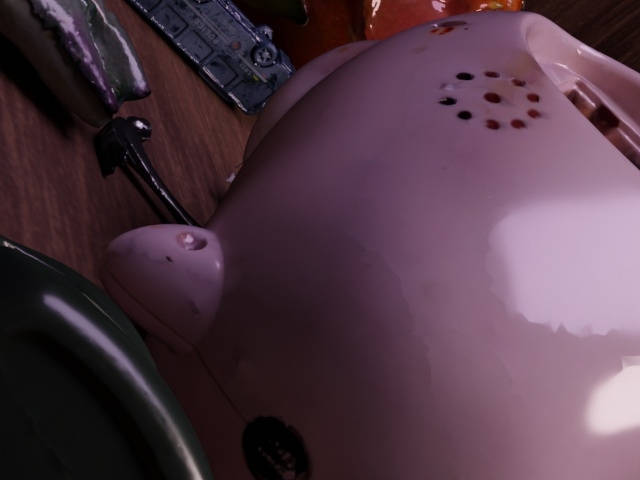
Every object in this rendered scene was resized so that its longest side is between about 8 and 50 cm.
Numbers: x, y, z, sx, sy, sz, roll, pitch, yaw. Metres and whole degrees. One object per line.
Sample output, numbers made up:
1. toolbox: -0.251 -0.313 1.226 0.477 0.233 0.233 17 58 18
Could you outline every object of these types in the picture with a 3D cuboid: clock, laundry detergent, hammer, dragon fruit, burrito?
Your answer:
1. clock: 0.092 0.037 0.747 0.368 0.250 0.377 47 33 13
2. laundry detergent: -0.098 0.052 0.508 0.144 0.078 0.222 59 -6 -14
3. hammer: -0.072 0.005 0.867 0.201 0.021 0.078 52 15 -2
4. dragon fruit: 0.065 -0.198 1.269 0.189 0.291 0.291 64 17 14
5. burrito: -0.213 -0.192 0.802 0.309 0.066 0.096 48 20 -16

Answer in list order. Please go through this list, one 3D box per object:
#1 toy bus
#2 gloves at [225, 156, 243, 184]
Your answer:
1. toy bus: -0.090 -0.174 1.136 0.166 0.065 0.047 44 17 -26
2. gloves: -0.003 0.003 0.993 0.153 0.070 0.114 44 11 -32
